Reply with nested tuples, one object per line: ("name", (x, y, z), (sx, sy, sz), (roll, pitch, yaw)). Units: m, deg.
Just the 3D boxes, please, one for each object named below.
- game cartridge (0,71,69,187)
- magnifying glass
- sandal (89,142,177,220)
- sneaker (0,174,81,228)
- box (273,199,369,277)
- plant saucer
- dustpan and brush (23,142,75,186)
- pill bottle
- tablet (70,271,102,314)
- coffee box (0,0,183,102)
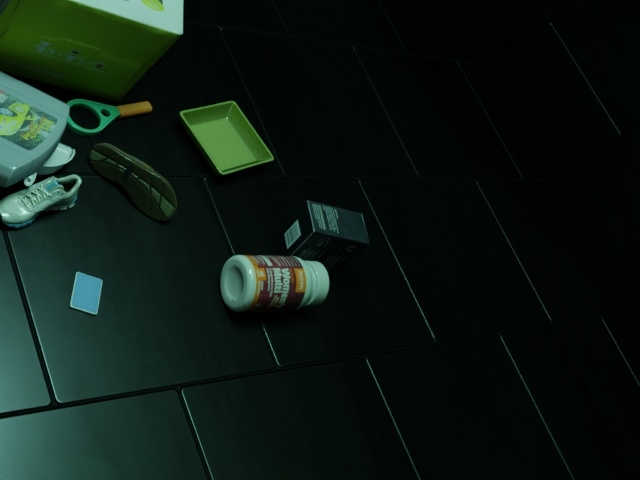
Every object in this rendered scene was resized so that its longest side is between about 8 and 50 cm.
("game cartridge", (-0.610, -0.221, 1.763), (0.196, 0.060, 0.294), (29, 34, -11))
("magnifying glass", (-0.475, -0.284, 2.026), (0.231, 0.026, 0.092), (-20, 71, -48))
("sandal", (-0.395, -0.132, 1.941), (0.219, 0.090, 0.060), (35, 19, -2))
("sneaker", (-0.545, -0.088, 1.761), (0.071, 0.083, 0.191), (52, 42, 5))
("box", (0.000, 0.000, 2.093), (0.158, 0.156, 0.093), (13, 49, -33))
("plant saucer", (-0.232, -0.238, 2.177), (0.188, 0.045, 0.188), (-23, 73, -48))
("dustpan and brush", (-0.570, -0.165, 1.807), (0.147, 0.060, 0.211), (25, 40, -23))
("pill bottle", (-0.096, 0.093, 1.961), (0.221, 0.121, 0.121), (2, 57, -39))
("tablet", (-0.450, 0.102, 1.742), (0.054, 0.006, 0.083), (21, 45, -26))
("coffee box", (-0.512, -0.541, 1.919), (0.338, 0.338, 0.334), (12, 66, -33))
